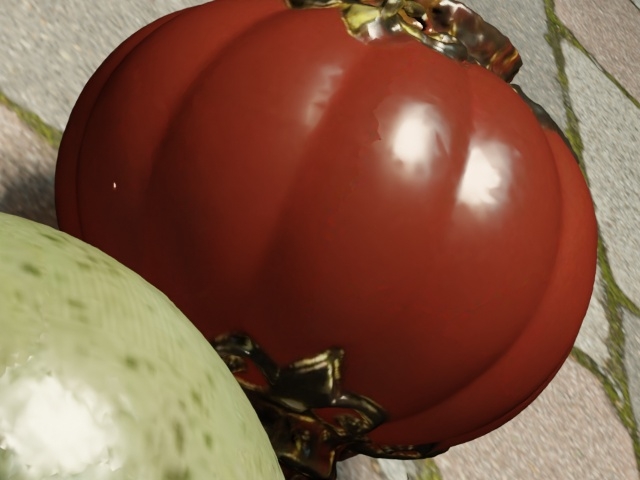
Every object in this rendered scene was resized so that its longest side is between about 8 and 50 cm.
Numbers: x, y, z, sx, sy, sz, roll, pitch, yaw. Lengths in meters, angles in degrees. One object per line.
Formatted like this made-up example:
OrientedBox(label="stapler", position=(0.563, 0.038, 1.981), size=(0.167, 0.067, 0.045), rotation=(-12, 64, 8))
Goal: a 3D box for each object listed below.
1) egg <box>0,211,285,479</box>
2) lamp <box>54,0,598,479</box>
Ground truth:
OrientedBox(label="egg", position=(-0.087, 0.095, 0.491), size=(0.228, 0.177, 0.177), rotation=(52, 20, -31))
OrientedBox(label="lamp", position=(0.000, 0.000, 0.759), size=(0.227, 0.227, 0.227), rotation=(40, 26, -24))
